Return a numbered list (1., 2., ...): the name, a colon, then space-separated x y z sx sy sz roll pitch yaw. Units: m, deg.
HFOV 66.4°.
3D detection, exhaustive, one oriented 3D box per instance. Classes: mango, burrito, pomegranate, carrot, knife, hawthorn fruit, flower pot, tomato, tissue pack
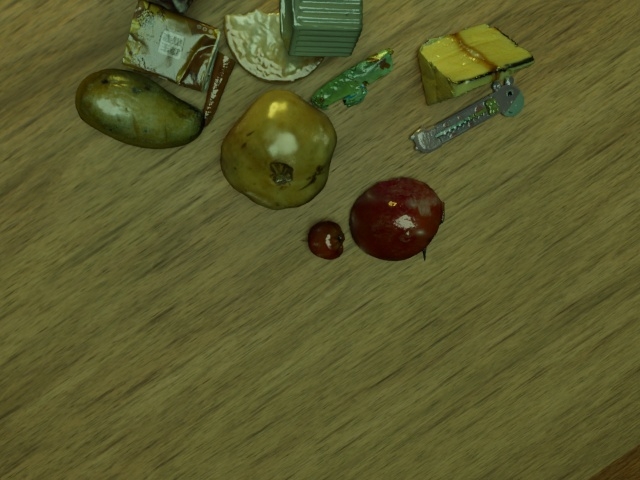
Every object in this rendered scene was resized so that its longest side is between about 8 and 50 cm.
1. mango: -0.494 -0.351 1.350 0.329 0.175 0.176 21 133 -35
2. burrito: 0.108 -0.470 1.478 0.288 0.054 0.104 -31 110 -3
3. pomegranate: -0.115 -0.253 1.364 0.333 0.332 0.332 -3 105 -10
4. carrot: -0.304 -0.425 1.414 0.057 0.057 0.224 18 106 -15
5. knife: 0.477 -0.390 1.573 0.399 0.038 0.132 -28 105 -1
6. hawthorn fruit: 0.013 0.001 1.550 0.140 0.125 0.125 -4 106 -11
7. flower pot: -0.002 -0.611 1.296 0.190 0.239 0.209 -5 134 -12
8. tomato: 0.254 -0.057 1.552 0.309 0.170 0.309 -3 105 -11
9. tissue pack: -0.405 -0.530 1.347 0.226 0.092 0.183 17 102 -13

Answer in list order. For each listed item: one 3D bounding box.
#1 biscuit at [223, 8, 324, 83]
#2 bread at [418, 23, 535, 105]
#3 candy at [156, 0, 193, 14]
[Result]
1. biscuit: -0.117 -0.559 1.415 0.309 0.040 0.204 -7 105 -10
2. bread: 0.447 -0.527 1.425 0.263 0.236 0.198 -22 108 -4
3. candy: -0.425 -0.712 1.226 0.289 0.214 0.157 41 90 -9
